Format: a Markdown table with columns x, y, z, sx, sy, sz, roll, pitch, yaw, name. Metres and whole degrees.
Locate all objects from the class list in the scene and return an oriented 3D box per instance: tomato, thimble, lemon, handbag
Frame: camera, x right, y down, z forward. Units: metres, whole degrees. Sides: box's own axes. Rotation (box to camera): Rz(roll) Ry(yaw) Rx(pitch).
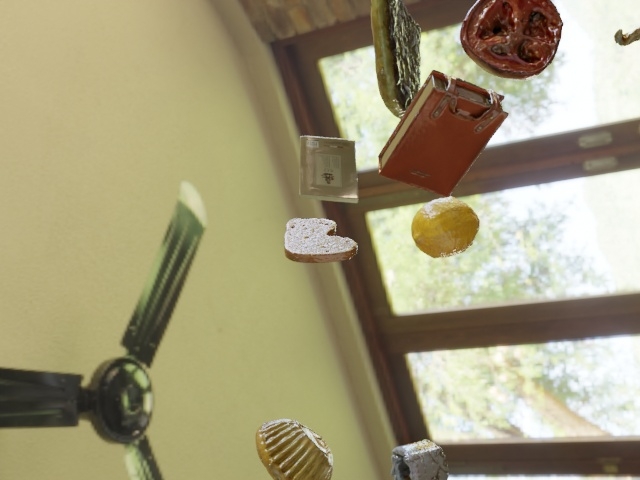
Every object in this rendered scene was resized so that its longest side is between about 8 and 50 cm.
| x | y | z | sx | sy | sz | roll | pitch | yaw | name |
| --- | --- | --- | --- | --- | --- | --- | --- | --- | --- |
| 0.426 | -0.455 | 1.914 | 0.101 | 0.228 | 0.228 | 76 | -167 | -75 | tomato |
| 0.268 | 0.625 | 2.307 | 0.118 | 0.127 | 0.151 | -9 | -87 | -26 | thimble |
| 0.301 | -0.032 | 2.017 | 0.187 | 0.142 | 0.142 | -13 | -85 | -24 | lemon |
| 0.183 | -0.159 | 1.289 | 0.127 | 0.190 | 0.062 | 17 | -136 | -16 | handbag |

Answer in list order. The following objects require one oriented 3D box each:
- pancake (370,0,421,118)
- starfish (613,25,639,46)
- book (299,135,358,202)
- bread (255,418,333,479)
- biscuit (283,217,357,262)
| x | y | z | sx | sy | sz | roll | pitch | yaw | name |
| --- | --- | --- | --- | --- | --- | --- | --- | --- | --- |
| 0.189 | -0.488 | 2.154 | 0.427 | 0.067 | 0.304 | 45 | -131 | -62 | pancake |
| 0.715 | -0.399 | 1.567 | 0.375 | 0.327 | 0.094 | 55 | -128 | -30 | starfish |
| 0.019 | -0.170 | 2.005 | 0.016 | 0.138 | 0.198 | 102 | 171 | -49 | book |
| -0.061 | 0.533 | 2.110 | 0.240 | 0.139 | 0.240 | 46 | 178 | 2 | bread |
| 0.000 | 0.000 | 2.160 | 0.192 | 0.186 | 0.036 | -90 | -5 | -58 | biscuit |
